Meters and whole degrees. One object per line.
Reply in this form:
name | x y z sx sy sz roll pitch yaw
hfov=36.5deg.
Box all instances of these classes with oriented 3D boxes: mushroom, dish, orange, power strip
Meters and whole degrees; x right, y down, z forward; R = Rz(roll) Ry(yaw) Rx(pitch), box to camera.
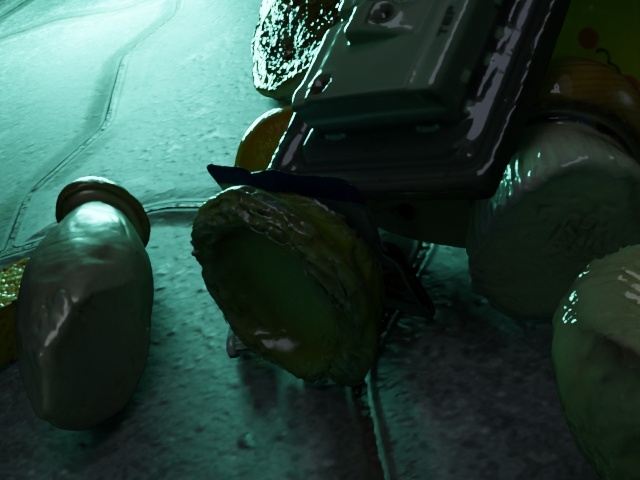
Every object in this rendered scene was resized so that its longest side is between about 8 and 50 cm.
mushroom | -0.219 0.044 0.926 0.128 0.128 0.350 -18 28 3
dish | 0.279 -0.167 0.970 0.262 0.221 0.108 -38 -7 -15
orange | -0.007 -0.061 0.959 0.159 0.159 0.136 -8 65 18
power strip | 0.067 -0.153 0.797 0.251 0.092 0.257 5 61 40

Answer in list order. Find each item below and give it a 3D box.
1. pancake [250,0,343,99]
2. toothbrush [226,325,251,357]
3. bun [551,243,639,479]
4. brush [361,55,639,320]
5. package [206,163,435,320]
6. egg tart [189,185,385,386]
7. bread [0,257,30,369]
pancake | 0.009 -0.346 1.333 0.356 0.065 0.356 -32 43 35
toothbrush | -0.064 0.005 1.000 0.029 0.024 0.354 -9 31 7
bun | 0.240 0.099 0.547 0.244 0.153 0.244 3 28 -2
brush | 0.151 -0.032 0.809 0.266 0.174 0.166 -14 39 25
package | 0.000 0.000 0.827 0.171 0.173 0.027 12 59 42
egg tart | -0.022 0.026 0.776 0.197 0.197 0.078 11 43 41
bread | -0.351 0.093 0.984 0.103 0.065 0.187 17 44 44
